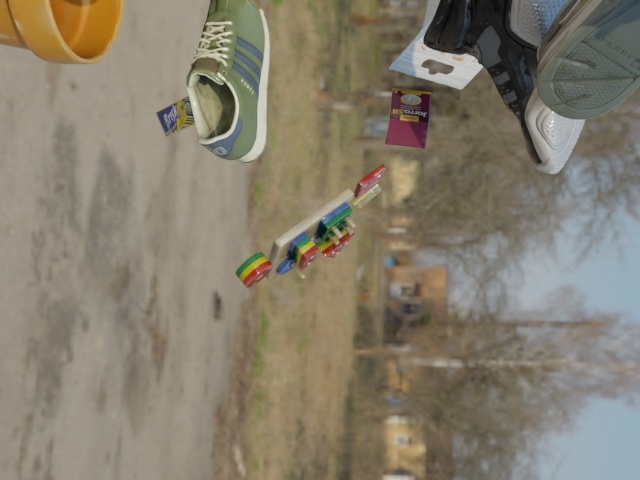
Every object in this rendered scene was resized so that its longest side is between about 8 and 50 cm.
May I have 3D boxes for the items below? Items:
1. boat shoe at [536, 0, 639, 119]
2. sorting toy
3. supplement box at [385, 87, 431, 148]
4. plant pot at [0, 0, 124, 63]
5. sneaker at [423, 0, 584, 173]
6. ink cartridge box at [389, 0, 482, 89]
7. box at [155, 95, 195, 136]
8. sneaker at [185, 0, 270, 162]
[{"bbox_3d":[0.315,-0.246,0.989,0.320,0.118,0.103,-48,-156,32],"label":"boat shoe"},{"bbox_3d":[0.000,0.000,1.511,0.046,0.274,0.132,49,-22,11],"label":"sorting toy"},{"bbox_3d":[0.118,-0.164,1.470,0.083,0.054,0.043,-81,177,-52],"label":"supplement box"},{"bbox_3d":[-0.375,-0.324,1.373,0.205,0.187,0.205,3,90,-74],"label":"plant pot"},{"bbox_3d":[0.204,-0.198,1.209,0.101,0.153,0.269,-48,139,-32],"label":"sneaker"},{"bbox_3d":[0.210,-0.319,1.537,0.224,0.181,0.056,-45,-122,31],"label":"ink cartridge box"},{"bbox_3d":[-0.249,-0.246,2.097,0.169,0.059,0.054,-13,-77,58],"label":"box"},{"bbox_3d":[-0.098,-0.176,1.118,0.086,0.064,0.192,-3,89,-60],"label":"sneaker"}]
